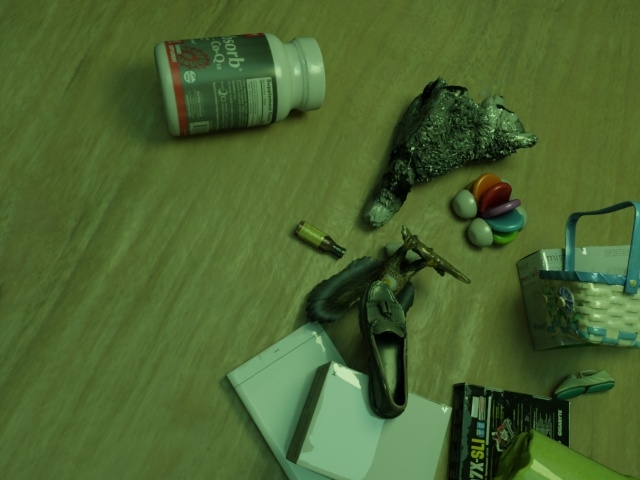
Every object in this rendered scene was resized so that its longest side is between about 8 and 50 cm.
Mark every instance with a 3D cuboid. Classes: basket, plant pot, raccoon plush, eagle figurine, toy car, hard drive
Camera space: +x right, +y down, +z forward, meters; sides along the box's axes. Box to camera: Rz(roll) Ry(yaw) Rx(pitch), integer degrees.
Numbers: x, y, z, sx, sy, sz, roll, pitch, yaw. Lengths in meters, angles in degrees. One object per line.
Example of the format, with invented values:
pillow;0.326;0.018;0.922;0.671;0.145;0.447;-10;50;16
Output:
basket;0.582;0.072;1.199;0.201;0.255;0.288;11;84;-3
plant pot;0.471;0.512;1.109;0.254;0.276;0.276;34;70;13
raccoon plush;0.322;-0.183;1.437;0.299;0.216;0.446;29;98;-15
eagle figurine;0.138;0.118;1.286;0.298;0.225;0.226;-51;45;7
toy car;0.431;-0.081;1.408;0.159;0.136;0.182;-21;78;-17
hard drive;-0.011;0.376;1.230;0.233;0.047;0.353;-31;81;-18

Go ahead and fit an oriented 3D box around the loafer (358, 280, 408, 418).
loafer;0.133;0.199;1.097;0.096;0.084;0.267;0;69;-13

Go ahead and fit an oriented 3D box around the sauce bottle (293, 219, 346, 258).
sauce bottle;0.000;0.000;1.351;0.128;0.042;0.042;32;70;-3

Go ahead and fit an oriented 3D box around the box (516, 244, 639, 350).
box;0.640;0.137;1.388;0.262;0.127;0.231;-3;73;-12

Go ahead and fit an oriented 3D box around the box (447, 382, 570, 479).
box;0.412;0.494;1.261;0.257;0.079;0.321;10;72;-6

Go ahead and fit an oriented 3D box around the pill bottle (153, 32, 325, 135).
pill bottle;-0.187;-0.369;1.338;0.363;0.210;0.210;-11;76;-14

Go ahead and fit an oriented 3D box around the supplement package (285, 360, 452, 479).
supplement package;0.093;0.387;1.145;0.262;0.145;0.204;22;69;-4

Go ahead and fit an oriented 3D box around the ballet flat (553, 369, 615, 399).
ballet flat;0.618;0.341;1.368;0.168;0.057;0.052;-4;46;-16
